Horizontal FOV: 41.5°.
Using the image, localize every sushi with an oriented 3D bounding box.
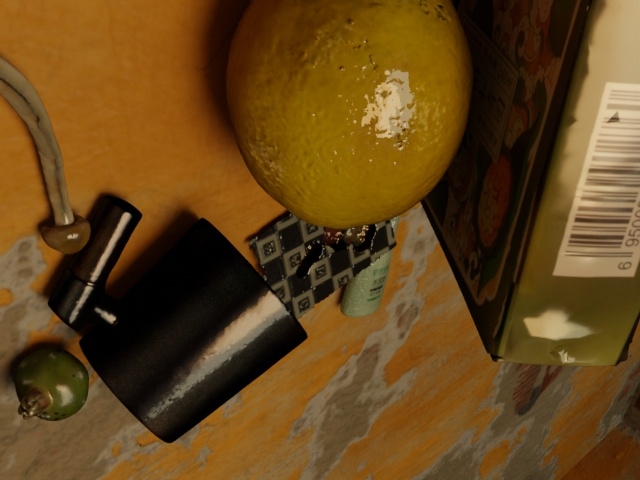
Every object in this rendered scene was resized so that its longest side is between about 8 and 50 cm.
[{"bbox_3d":[0.000,0.000,1.049,0.201,0.031,0.139,-35,126,-24],"label":"sushi"}]

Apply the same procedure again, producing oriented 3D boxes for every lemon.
[{"bbox_3d":[0.027,-0.137,0.781,0.236,0.236,0.263,-42,125,-17],"label":"lemon"}]

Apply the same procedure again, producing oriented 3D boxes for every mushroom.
[{"bbox_3d":[-0.251,-0.093,0.659,0.068,0.043,0.306,-59,150,-27],"label":"mushroom"}]

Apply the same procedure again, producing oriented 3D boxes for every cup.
[{"bbox_3d":[-0.156,0.067,0.861,0.177,0.239,0.166,-41,-173,-8],"label":"cup"}]

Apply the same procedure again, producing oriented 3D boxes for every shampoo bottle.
[{"bbox_3d":[0.075,0.017,1.149,0.069,0.041,0.191,-12,129,-36],"label":"shampoo bottle"}]

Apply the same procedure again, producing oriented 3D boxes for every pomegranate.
[{"bbox_3d":[-0.261,0.146,0.818,0.073,0.085,0.073,-2,135,-2],"label":"pomegranate"}]

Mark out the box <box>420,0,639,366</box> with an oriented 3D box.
[{"bbox_3d":[0.207,-0.151,0.815,0.138,0.420,0.373,1,123,-10],"label":"box"}]
